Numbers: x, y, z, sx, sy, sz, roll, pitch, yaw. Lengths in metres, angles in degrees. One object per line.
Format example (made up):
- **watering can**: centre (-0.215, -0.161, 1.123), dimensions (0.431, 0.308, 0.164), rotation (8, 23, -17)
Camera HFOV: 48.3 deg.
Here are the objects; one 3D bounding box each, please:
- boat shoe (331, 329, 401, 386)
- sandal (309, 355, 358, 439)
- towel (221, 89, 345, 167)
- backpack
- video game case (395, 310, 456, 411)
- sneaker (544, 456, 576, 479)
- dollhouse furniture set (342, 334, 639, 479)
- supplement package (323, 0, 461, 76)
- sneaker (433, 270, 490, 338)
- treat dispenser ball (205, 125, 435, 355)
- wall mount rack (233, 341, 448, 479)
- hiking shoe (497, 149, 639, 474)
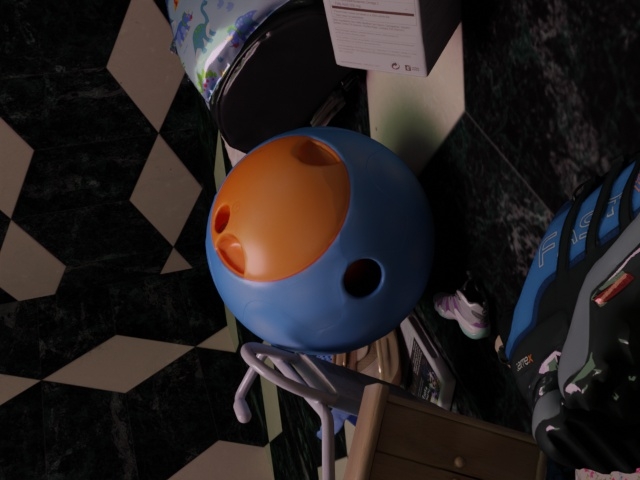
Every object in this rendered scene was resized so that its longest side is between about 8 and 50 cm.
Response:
- **boat shoe**: centre (0.041, 0.077, 1.110), dimensions (0.121, 0.110, 0.341), rotation (99, 164, -57)
- **sandal**: centre (0.036, 0.223, 1.230), dimensions (0.126, 0.138, 0.317), rotation (99, 157, -56)
- **towel**: centre (-0.094, -0.262, 1.311), dimensions (0.317, 0.053, 0.331), rotation (-49, 50, 40)
- **backpack**: centre (-0.103, -0.358, 1.116), dimensions (0.290, 0.273, 0.355), rotation (-42, 36, 33)
- **video game case**: centre (0.141, 0.207, 1.051), dimensions (0.173, 0.022, 0.190), rotation (-117, 23, -48)
- **sneaker**: centre (0.227, 0.285, 0.703), dimensions (0.083, 0.071, 0.190), rotation (-145, 47, -78)
- **dollhouse furniture set**: centre (0.143, 0.183, 0.493), dimensions (0.355, 0.174, 0.303), rotation (130, 156, -70)
- **supplement package**: centre (0.066, -0.265, 0.685), dimensions (0.105, 0.105, 0.179), rotation (15, 144, 25)
- **sneaker**: centre (0.167, 0.064, 0.833), dimensions (0.098, 0.038, 0.069), rotation (37, 135, 55)
- **treat dispenser ball**: centre (0.000, 0.000, 0.904), dimensions (0.288, 0.288, 0.288), rotation (169, 90, -75)
- **wall mount rack**: centre (0.054, 0.244, 0.792), dimensions (0.130, 0.350, 0.304), rotation (-62, 31, 6)
- **hiking shoe**: centre (0.188, -0.021, 0.394), dimensions (0.304, 0.113, 0.132), rotation (-61, 24, 20)
